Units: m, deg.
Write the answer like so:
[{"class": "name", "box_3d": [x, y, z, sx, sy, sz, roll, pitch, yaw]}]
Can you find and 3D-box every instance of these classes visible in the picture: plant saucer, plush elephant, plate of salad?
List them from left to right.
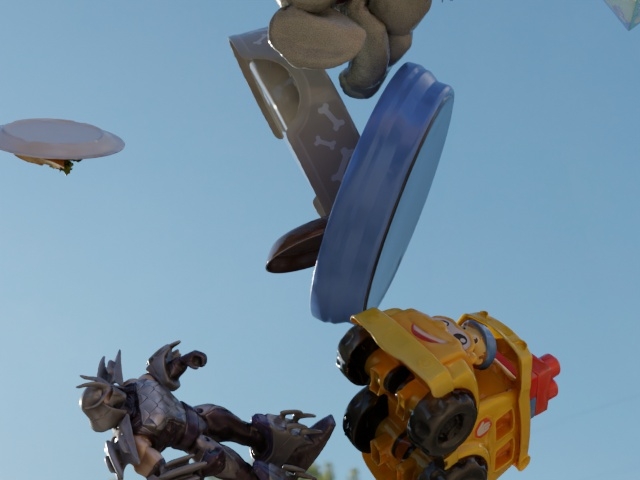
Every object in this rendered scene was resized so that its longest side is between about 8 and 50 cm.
[{"class": "plate of salad", "box_3d": [-0.383, -0.136, 1.553, 0.199, 0.200, 0.048, 0, -70, -18]}, {"class": "plant saucer", "box_3d": [0.000, 0.000, 1.472, 0.168, 0.029, 0.168, -20, -15, -5]}, {"class": "plush elephant", "box_3d": [0.016, -0.354, 1.478, 0.255, 0.272, 0.330, 4, -2, -21]}]

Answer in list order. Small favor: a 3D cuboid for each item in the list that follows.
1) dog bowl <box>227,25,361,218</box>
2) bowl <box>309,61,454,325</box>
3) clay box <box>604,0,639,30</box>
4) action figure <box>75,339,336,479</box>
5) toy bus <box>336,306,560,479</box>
[{"class": "dog bowl", "box_3d": [-0.021, -0.186, 1.694, 0.102, 0.349, 0.349, -28, -34, -3]}, {"class": "bowl", "box_3d": [0.095, -0.057, 1.541, 0.077, 0.391, 0.391, 21, -34, 10]}, {"class": "clay box", "box_3d": [0.314, -0.309, 1.149, 0.053, 0.127, 0.222, -37, -10, 11]}, {"class": "action figure", "box_3d": [-0.116, 0.187, 1.059, 0.285, 0.185, 0.099, 28, -57, -31]}, {"class": "toy bus", "box_3d": [0.141, 0.144, 1.047, 0.211, 0.149, 0.220, -25, -49, -21]}]
